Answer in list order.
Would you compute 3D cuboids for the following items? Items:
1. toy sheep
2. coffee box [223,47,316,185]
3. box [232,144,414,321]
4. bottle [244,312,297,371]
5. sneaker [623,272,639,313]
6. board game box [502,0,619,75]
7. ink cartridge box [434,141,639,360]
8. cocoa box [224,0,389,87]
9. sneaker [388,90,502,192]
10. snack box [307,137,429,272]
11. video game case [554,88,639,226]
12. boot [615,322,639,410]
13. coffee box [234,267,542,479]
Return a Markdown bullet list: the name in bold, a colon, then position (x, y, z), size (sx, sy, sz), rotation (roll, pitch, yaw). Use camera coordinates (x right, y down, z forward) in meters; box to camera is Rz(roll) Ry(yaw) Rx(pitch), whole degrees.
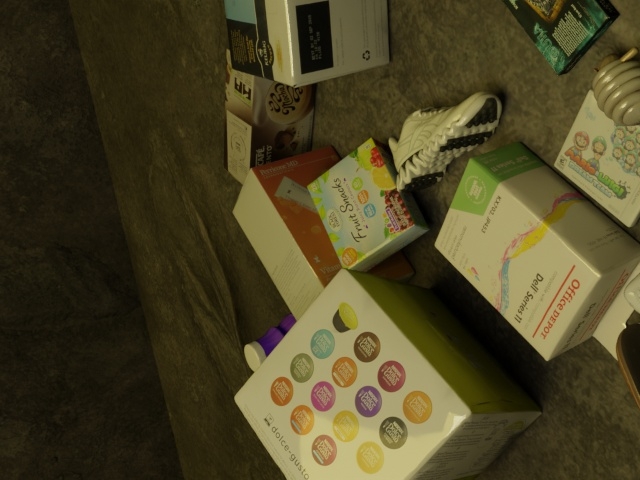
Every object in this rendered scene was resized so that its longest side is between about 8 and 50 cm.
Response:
- **toy sheep**: position (0.414, -0.199, 1.105), size (0.091, 0.091, 0.132), rotation (115, 146, -50)
- **coffee box**: position (-0.113, -0.278, 1.813), size (0.119, 0.168, 0.297), rotation (42, 139, 38)
- **box**: position (0.000, 0.000, 1.745), size (0.345, 0.215, 0.168), rotation (58, 147, 20)
- **bottle**: position (-0.035, 0.214, 1.853), size (0.092, 0.283, 0.118), rotation (7, 114, 56)
- **sneaker**: position (0.464, -0.023, 1.029), size (0.210, 0.137, 0.365), rotation (-36, 76, 43)
- **board game box**: position (0.335, -0.351, 1.199), size (0.186, 0.026, 0.126), rotation (60, 148, 17)
- **ink cartridge box**: position (0.357, 0.037, 1.292), size (0.353, 0.119, 0.207), rotation (48, 142, 31)
- **cocoa box**: position (-0.034, -0.484, 1.508), size (0.228, 0.232, 0.346), rotation (27, 128, 50)
- **sneaker**: position (0.202, -0.189, 1.435), size (0.292, 0.110, 0.118), rotation (-41, 63, 57)
- **snack box**: position (0.089, -0.064, 1.605), size (0.175, 0.070, 0.207), rotation (-35, 62, 25)
- **video game case**: position (0.423, -0.120, 1.196), size (0.157, 0.019, 0.143), rotation (49, 143, 32)
- **boot**: position (0.507, 0.268, 1.207), size (0.305, 0.112, 0.115), rotation (62, 159, 7)
- **coffee box**: position (0.125, 0.293, 1.482), size (0.334, 0.338, 0.337), rotation (-50, 58, 16)
